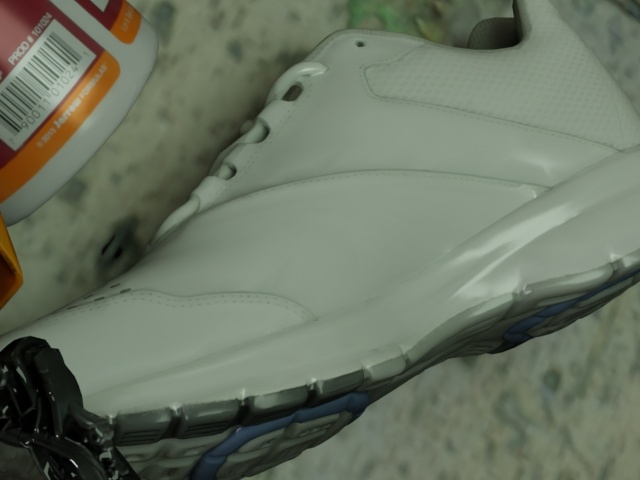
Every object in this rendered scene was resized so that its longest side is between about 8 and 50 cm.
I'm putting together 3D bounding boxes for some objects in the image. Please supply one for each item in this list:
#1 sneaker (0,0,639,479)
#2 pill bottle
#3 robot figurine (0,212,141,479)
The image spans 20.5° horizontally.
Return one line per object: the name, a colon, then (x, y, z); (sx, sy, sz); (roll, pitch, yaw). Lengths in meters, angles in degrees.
sneaker: (0.000, 0.000, 0.620); (0.297, 0.111, 0.129); (-22, 79, -35)
pill bottle: (-0.131, -0.081, 0.547); (0.152, 0.086, 0.086); (42, 64, -19)
robot figurine: (-0.158, 0.048, 0.480); (0.211, 0.085, 0.291); (-19, 99, 8)
